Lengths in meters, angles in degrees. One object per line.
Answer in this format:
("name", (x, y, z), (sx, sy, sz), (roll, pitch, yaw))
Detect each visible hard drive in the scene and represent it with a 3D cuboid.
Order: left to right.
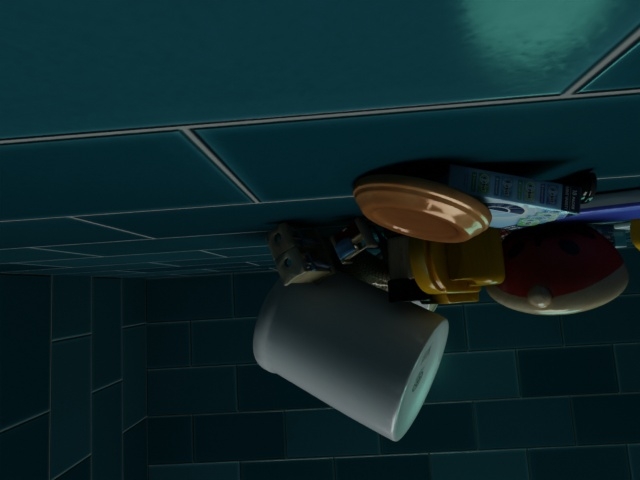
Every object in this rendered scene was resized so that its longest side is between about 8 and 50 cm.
("hard drive", (0.627, -0.070, 0.857), (0.318, 0.040, 0.210), (-6, 173, 21))

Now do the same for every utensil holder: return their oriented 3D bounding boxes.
("utensil holder", (0.081, 0.262, 1.029), (0.385, 0.328, 0.327), (22, -173, 29))

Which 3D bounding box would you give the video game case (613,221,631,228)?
("video game case", (1.063, -0.055, 1.313), (0.143, 0.019, 0.157), (1, 172, -37))

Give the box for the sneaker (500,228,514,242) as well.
("sneaker", (0.574, -0.007, 1.282), (0.092, 0.088, 0.225), (-32, -173, -35))

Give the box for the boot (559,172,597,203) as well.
("boot", (0.371, -0.077, 0.661), (0.099, 0.045, 0.121), (1, 173, 10))

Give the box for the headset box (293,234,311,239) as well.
("headset box", (-0.044, 0.003, 1.159), (0.083, 0.032, 0.062), (-5, 174, 2))

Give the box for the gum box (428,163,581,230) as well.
("gum box", (0.247, -0.058, 0.607), (0.184, 0.041, 0.157), (8, 172, -5))

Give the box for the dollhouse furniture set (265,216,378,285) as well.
("dollhouse furniture set", (0.000, 0.000, 0.901), (0.183, 0.129, 0.129), (-35, 158, 27))

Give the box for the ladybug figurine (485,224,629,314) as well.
("ladybug figurine", (0.565, 0.049, 1.000), (0.305, 0.162, 0.449), (-5, -170, 32))

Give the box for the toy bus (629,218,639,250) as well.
("toy bus", (0.892, -0.037, 0.984), (0.130, 0.108, 0.333), (-3, 173, -4))

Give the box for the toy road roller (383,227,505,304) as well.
("toy road roller", (0.307, 0.037, 0.903), (0.329, 0.203, 0.240), (5, 169, -42))

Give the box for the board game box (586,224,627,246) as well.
("board game box", (0.865, 0.008, 1.490), (0.253, 0.079, 0.336), (0, 172, -27))

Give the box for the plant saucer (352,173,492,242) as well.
("plant saucer", (0.140, -0.038, 0.590), (0.200, 0.037, 0.200), (18, 172, 3))

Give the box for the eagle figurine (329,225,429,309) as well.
("eagle figurine", (0.198, 0.071, 1.149), (0.298, 0.226, 0.225), (9, -153, -36))

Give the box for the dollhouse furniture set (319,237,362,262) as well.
("dollhouse furniture set", (0.065, 0.058, 1.298), (0.144, 0.123, 0.151), (-4, 173, 7))

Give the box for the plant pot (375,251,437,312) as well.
("plant pot", (0.321, 0.147, 1.549), (0.333, 0.334, 0.305), (-4, 163, 3))
